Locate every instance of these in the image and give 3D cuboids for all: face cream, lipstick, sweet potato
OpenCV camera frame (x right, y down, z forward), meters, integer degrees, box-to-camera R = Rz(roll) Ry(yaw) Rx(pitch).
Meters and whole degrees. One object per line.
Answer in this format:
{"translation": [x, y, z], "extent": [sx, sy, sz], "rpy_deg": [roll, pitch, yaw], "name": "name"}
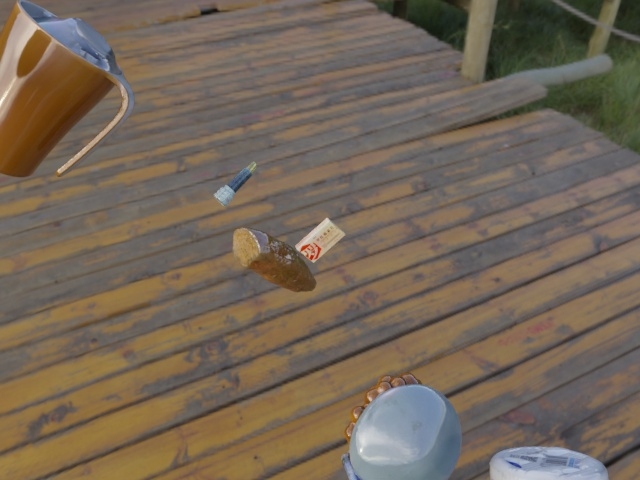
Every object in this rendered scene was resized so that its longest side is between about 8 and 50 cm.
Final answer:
{"translation": [0.411, 0.445, 1.101], "extent": [0.206, 0.111, 0.206], "rpy_deg": [-3, -4, 0], "name": "face cream"}
{"translation": [-0.180, -0.126, 1.326], "extent": [0.037, 0.037, 0.116], "rpy_deg": [35, 76, 34], "name": "lipstick"}
{"translation": [-0.094, 0.053, 1.314], "extent": [0.097, 0.252, 0.097], "rpy_deg": [-21, 50, 27], "name": "sweet potato"}

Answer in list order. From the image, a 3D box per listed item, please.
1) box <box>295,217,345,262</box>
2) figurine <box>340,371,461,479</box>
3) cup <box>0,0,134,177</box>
{"translation": [0.000, 0.000, 1.276], "extent": [0.093, 0.058, 0.015], "rpy_deg": [-42, 37, 11], "name": "box"}
{"translation": [0.157, 0.382, 1.180], "extent": [0.205, 0.382, 0.224], "rpy_deg": [29, 80, 13], "name": "figurine"}
{"translation": [-0.435, -0.223, 0.974], "extent": [0.226, 0.264, 0.182], "rpy_deg": [40, 11, -3], "name": "cup"}
